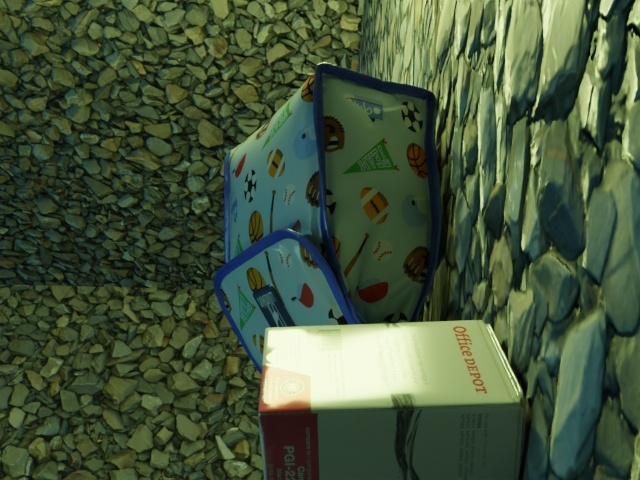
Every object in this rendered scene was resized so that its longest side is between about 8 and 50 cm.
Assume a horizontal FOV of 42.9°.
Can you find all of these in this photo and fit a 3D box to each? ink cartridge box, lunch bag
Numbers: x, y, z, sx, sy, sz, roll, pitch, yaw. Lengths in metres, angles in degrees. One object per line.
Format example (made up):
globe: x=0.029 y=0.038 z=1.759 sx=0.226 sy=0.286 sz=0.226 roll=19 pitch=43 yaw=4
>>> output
ink cartridge box: x=0.058 y=0.145 z=0.735 sx=0.158 sy=0.218 sz=0.092 roll=-92 pitch=-1 yaw=-69
lunch bag: x=0.000 y=0.000 z=1.159 sx=0.328 sy=0.239 sz=0.385 roll=-30 pitch=58 yaw=57

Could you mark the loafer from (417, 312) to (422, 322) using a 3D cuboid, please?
loafer: x=0.087 y=0.164 z=1.222 sx=0.366 sy=0.130 sz=0.134 roll=-93 pitch=5 yaw=-69
